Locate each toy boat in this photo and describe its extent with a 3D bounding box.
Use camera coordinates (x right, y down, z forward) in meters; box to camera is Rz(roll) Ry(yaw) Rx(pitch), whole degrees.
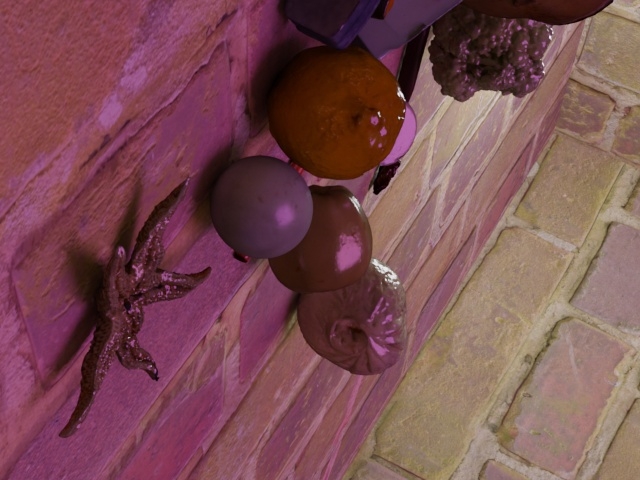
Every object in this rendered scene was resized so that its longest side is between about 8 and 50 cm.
[{"bbox_3d":[0.046,-0.412,1.670,0.078,0.127,0.283,-3,119,-65],"label":"toy boat"}]

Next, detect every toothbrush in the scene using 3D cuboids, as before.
[{"bbox_3d":[0.174,-0.327,2.364,0.041,0.041,0.364,-45,154,-50],"label":"toothbrush"}]

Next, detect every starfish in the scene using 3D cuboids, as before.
[{"bbox_3d":[-0.237,0.069,1.571,0.358,0.078,0.347,-68,163,12],"label":"starfish"}]

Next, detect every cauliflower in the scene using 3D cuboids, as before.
[{"bbox_3d":[0.354,-0.408,2.360,0.327,0.260,0.281,-38,169,6],"label":"cauliflower"}]

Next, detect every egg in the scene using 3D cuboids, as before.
[{"bbox_3d":[-0.086,-0.047,1.750,0.149,0.149,0.192,-62,167,-10],"label":"egg"}]

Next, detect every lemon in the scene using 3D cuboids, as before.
[{"bbox_3d":[0.023,-0.191,1.771,0.204,0.204,0.260,-66,-160,4],"label":"lemon"}]

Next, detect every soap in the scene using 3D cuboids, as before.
[{"bbox_3d":[0.131,-0.373,1.861,0.230,0.091,0.145,-41,-164,-17],"label":"soap"}]

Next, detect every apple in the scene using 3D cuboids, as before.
[{"bbox_3d":[0.000,0.000,2.045,0.200,0.200,0.200,-56,162,-29],"label":"apple"}]

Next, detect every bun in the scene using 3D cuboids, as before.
[{"bbox_3d":[0.105,-0.213,2.228,0.138,0.094,0.138,-13,116,-28],"label":"bun"},{"bbox_3d":[0.072,0.148,2.372,0.153,0.243,0.244,-75,-173,-78],"label":"bun"}]

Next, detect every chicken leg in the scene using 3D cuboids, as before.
[{"bbox_3d":[0.147,-0.163,2.534,0.062,0.037,0.145,-124,-122,-83],"label":"chicken leg"}]

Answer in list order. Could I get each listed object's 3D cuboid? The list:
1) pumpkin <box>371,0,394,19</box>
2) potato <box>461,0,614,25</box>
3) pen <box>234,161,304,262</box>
[{"bbox_3d":[0.117,-0.477,1.783,0.281,0.139,0.190,-68,164,16],"label":"pumpkin"},{"bbox_3d":[0.316,-0.593,1.961,0.319,0.385,0.442,5,103,-36],"label":"potato"},{"bbox_3d":[-0.074,-0.066,1.986,0.239,0.028,0.028,-59,163,-18],"label":"pen"}]
